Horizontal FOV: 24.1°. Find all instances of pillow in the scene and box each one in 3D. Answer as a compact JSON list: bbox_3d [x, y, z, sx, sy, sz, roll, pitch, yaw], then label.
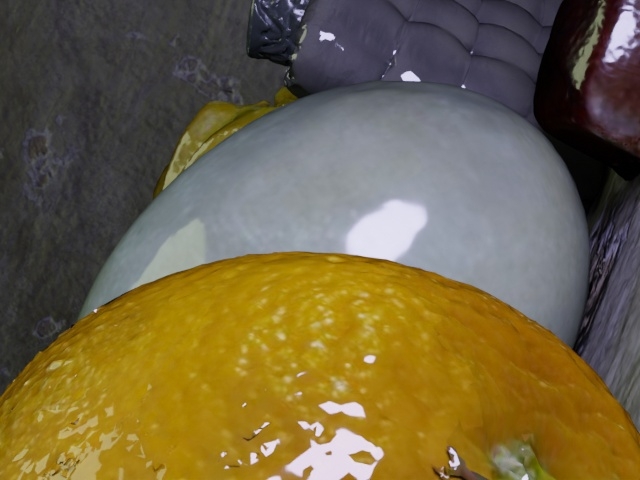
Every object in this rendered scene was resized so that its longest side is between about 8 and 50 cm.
[{"bbox_3d":[0.101,-0.152,1.093,0.326,0.228,0.101,-70,6,-54],"label":"pillow"}]

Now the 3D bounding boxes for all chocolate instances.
[{"bbox_3d":[0.165,-0.095,0.858,0.148,0.080,0.125,113,177,-51],"label":"chocolate"}]

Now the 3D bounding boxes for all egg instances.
[{"bbox_3d":[0.001,0.057,0.890,0.352,0.258,0.258,-38,4,4],"label":"egg"}]

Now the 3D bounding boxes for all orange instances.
[{"bbox_3d":[-0.008,0.136,0.520,0.274,0.274,0.274,-160,90,-89],"label":"orange"}]

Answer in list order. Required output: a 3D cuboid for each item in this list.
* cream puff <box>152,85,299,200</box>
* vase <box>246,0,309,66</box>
[{"bbox_3d":[0.000,0.000,1.247,0.378,0.275,0.378,10,-90,-84],"label":"cream puff"},{"bbox_3d":[0.083,-0.184,1.409,0.156,0.301,0.251,-76,-3,-81],"label":"vase"}]
